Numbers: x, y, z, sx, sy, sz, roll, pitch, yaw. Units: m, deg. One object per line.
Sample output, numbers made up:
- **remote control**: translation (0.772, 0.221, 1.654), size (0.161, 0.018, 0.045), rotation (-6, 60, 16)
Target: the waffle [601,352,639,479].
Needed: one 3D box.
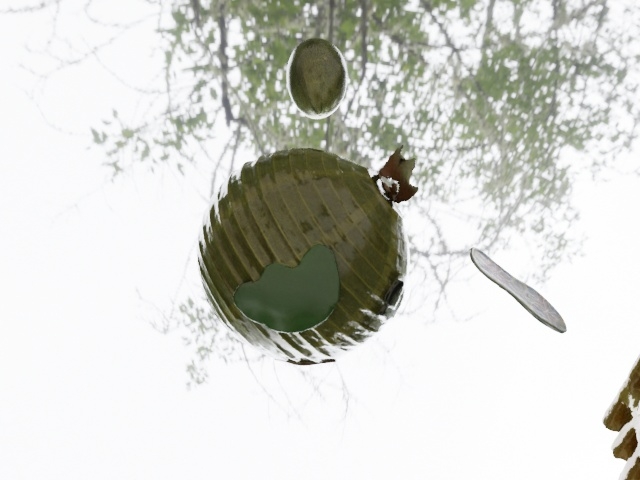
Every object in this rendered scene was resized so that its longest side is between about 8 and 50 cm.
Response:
- **waffle**: translation (0.485, 0.225, 1.216), size (0.077, 0.348, 0.304), rotation (19, -65, 1)

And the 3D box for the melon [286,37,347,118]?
- **melon**: translation (-0.005, -0.254, 1.440), size (0.098, 0.098, 0.131), rotation (-2, -103, -1)

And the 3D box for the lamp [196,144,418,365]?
- **lamp**: translation (0.000, 0.000, 1.030), size (0.284, 0.250, 0.250), rotation (-39, -107, 13)

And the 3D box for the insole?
- **insole**: translation (0.260, 0.067, 1.190), size (0.193, 0.006, 0.065), rotation (36, -151, -24)
